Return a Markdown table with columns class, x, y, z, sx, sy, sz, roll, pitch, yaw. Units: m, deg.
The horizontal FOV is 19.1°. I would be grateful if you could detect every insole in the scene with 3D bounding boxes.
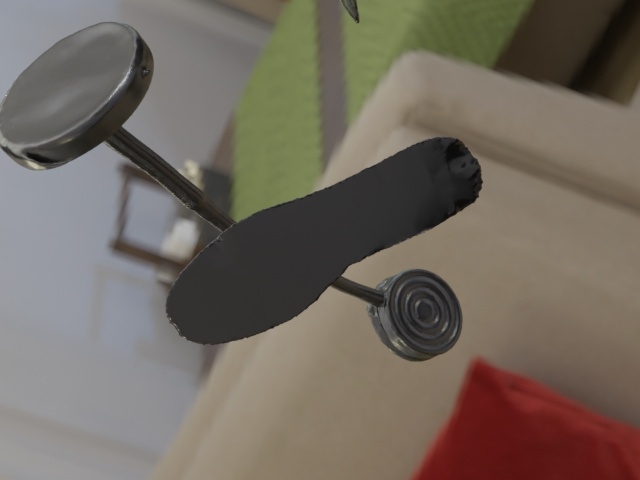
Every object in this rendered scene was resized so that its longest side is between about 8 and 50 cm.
| class | x | y | z | sx | sy | sz | roll | pitch | yaw |
| --- | --- | --- | --- | --- | --- | --- | --- | --- | --- |
| insole | 0.000 | 0.000 | 1.014 | 0.188 | 0.064 | 0.004 | -28 | 21 | 9 |

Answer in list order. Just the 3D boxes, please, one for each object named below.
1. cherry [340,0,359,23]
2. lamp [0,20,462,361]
| class | x | y | z | sx | sy | sz | roll | pitch | yaw |
| --- | --- | --- | --- | --- | --- | --- | --- | --- | --- |
| cherry | -0.001 | -0.291 | 1.232 | 0.255 | 0.218 | 0.296 | -12 | -75 | -60 |
| lamp | -0.033 | -0.016 | 1.266 | 0.108 | 0.371 | 0.130 | -31 | 32 | 47 |
